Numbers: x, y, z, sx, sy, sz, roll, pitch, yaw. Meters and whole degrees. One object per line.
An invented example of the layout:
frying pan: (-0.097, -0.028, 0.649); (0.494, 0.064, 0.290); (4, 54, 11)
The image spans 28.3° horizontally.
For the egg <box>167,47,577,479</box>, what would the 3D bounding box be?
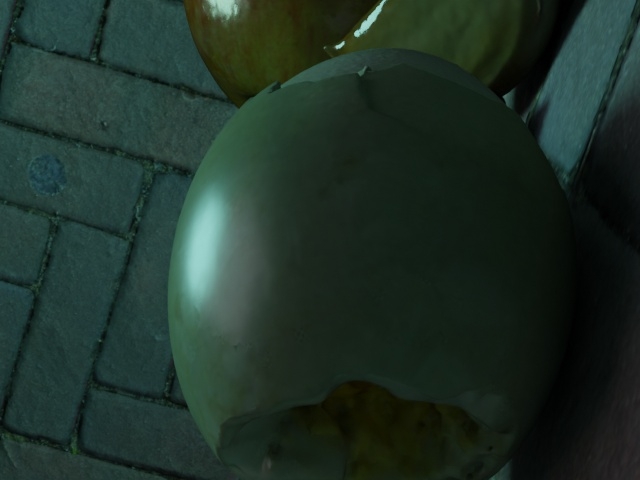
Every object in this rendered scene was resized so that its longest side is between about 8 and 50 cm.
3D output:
egg: (0.037, 0.009, 0.886); (0.278, 0.278, 0.336); (113, 165, -55)

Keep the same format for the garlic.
garlic: (0.135, -0.231, 1.158); (0.338, 0.196, 0.151); (120, 149, -61)

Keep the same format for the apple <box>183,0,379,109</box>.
apple: (0.019, -0.297, 1.540); (0.391, 0.392, 0.346); (124, 161, -74)

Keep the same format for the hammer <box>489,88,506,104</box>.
hammer: (0.062, 0.048, 1.169); (0.242, 0.095, 0.408); (-151, 83, -78)
